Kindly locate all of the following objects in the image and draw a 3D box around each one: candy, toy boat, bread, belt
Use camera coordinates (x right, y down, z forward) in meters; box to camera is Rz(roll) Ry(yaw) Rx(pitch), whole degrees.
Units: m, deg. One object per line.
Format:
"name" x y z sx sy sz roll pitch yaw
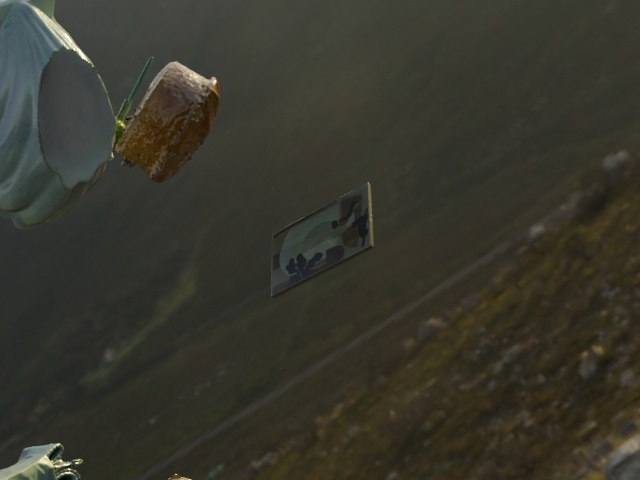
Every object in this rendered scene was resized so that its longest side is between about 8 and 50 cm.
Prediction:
"candy" -0.347 -0.248 2.172 0.193 0.058 0.062 -64 -26 -11
"toy boat" -0.314 -0.142 1.393 0.100 0.290 0.199 16 38 34
"bread" -0.261 -0.224 2.119 0.139 0.143 0.229 -47 17 52
"belt" -0.442 0.339 1.644 0.072 0.087 0.302 -25 -8 25

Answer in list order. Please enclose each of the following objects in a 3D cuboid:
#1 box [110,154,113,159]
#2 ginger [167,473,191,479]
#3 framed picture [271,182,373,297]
"box" -0.404 -0.103 1.700 0.198 0.029 0.109 -25 -25 10
"ginger" -0.160 0.344 1.382 0.102 0.216 0.157 42 121 48
"framed picture" 0.000 0.000 1.928 0.201 0.010 0.136 -27 43 27
